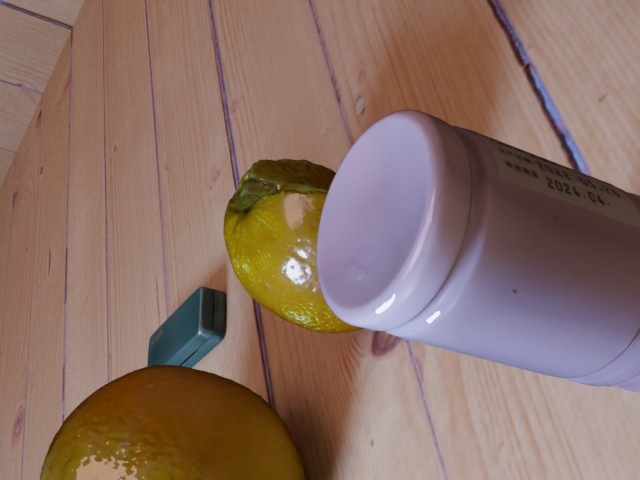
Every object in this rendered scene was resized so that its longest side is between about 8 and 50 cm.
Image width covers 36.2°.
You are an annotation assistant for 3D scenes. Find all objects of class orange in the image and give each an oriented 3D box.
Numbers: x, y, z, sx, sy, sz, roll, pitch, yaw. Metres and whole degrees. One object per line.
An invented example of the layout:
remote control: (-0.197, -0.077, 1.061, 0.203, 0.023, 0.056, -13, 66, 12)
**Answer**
orange: (-0.001, 0.006, 0.947, 0.237, 0.179, 0.158, 22, 93, 61)

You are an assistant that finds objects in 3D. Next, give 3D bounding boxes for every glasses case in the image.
glasses case: (-0.192, 0.138, 1.386, 0.184, 0.039, 0.077, -43, 40, 46)

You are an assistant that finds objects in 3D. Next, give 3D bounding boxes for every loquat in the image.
loquat: (-0.146, 0.260, 1.019, 0.275, 0.275, 0.274, -38, 44, 49)

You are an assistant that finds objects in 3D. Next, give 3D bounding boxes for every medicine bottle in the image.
medicine bottle: (0.134, 0.016, 0.614, 0.133, 0.250, 0.133, -41, 41, 48)
